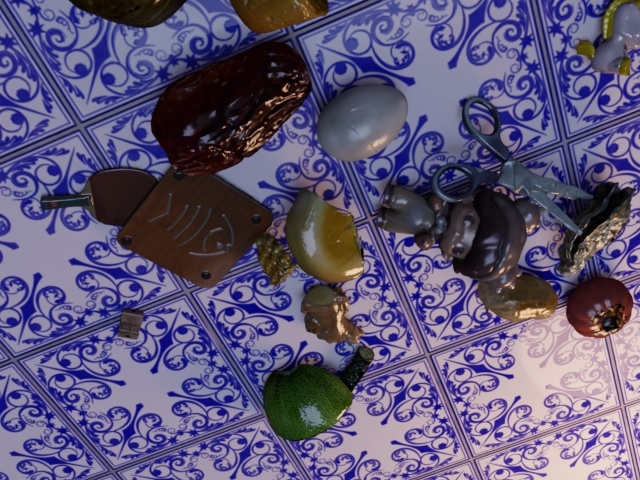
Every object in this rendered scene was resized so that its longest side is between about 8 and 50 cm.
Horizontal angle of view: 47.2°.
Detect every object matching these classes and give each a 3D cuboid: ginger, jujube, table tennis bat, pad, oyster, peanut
[{"bbox_3d":[0.026,0.210,1.928,0.138,0.074,0.213,-21,129,6],"label":"ginger"},{"bbox_3d":[-0.181,-0.280,1.513,0.342,0.216,0.216,-30,122,3],"label":"jujube"},{"bbox_3d":[-0.500,-0.095,1.684,0.274,0.021,0.154,-5,124,-7],"label":"table tennis bat"},{"bbox_3d":[-0.296,-0.031,1.751,0.284,0.018,0.286,32,115,-28],"label":"pad"},{"bbox_3d":[0.673,-0.031,1.795,0.112,0.198,0.267,37,156,14],"label":"oyster"},{"bbox_3d":[0.522,0.151,1.924,0.224,0.129,0.129,5,122,-8],"label":"peanut"}]

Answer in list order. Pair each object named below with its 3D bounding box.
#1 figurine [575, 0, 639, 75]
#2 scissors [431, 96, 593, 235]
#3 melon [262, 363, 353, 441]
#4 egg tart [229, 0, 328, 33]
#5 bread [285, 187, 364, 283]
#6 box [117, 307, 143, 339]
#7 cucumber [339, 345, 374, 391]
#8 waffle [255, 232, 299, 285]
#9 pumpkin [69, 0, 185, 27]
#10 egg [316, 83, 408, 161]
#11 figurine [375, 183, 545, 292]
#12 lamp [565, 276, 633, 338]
[{"bbox_3d":[0.653,-0.442,1.584,0.130,0.109,0.178,34,111,-2],"label":"figurine"},{"bbox_3d":[0.450,-0.136,1.663,0.384,0.029,0.256,29,78,-9],"label":"scissors"},{"bbox_3d":[-0.064,0.443,2.007,0.265,0.129,0.169,-20,112,21],"label":"melon"},{"bbox_3d":[-0.091,-0.495,1.396,0.147,0.202,0.202,-20,125,22],"label":"egg tart"},{"bbox_3d":[-0.009,-0.007,1.703,0.156,0.158,0.260,-24,115,-24],"label":"bread"},{"bbox_3d":[-0.489,0.214,1.884,0.053,0.024,0.083,11,119,-15],"label":"box"},{"bbox_3d":[0.090,0.376,2.055,0.058,0.058,0.187,21,117,-20],"label":"cucumber"},{"bbox_3d":[-0.103,0.059,1.749,0.046,0.192,0.160,-28,115,-20],"label":"waffle"},{"bbox_3d":[-0.361,-0.520,1.307,0.325,0.232,0.242,31,111,-28],"label":"pumpkin"},{"bbox_3d":[0.091,-0.257,1.582,0.209,0.151,0.151,-28,122,8],"label":"egg"},{"bbox_3d":[0.323,-0.030,1.750,0.381,0.203,0.248,16,103,-2],"label":"figurine"},{"bbox_3d":[0.754,0.186,1.972,0.182,0.140,0.182,-5,120,-8],"label":"lamp"}]
